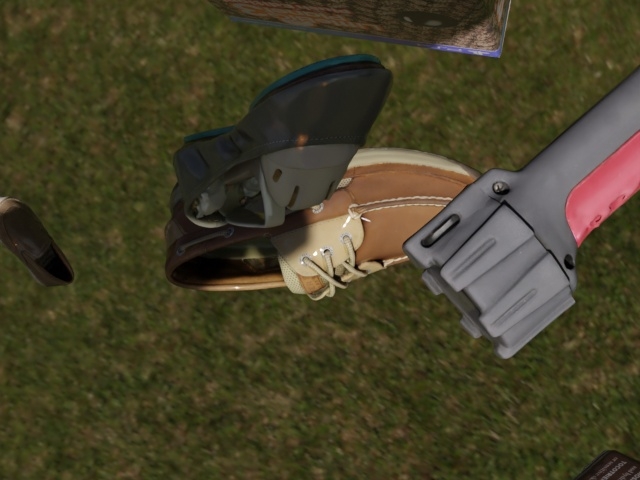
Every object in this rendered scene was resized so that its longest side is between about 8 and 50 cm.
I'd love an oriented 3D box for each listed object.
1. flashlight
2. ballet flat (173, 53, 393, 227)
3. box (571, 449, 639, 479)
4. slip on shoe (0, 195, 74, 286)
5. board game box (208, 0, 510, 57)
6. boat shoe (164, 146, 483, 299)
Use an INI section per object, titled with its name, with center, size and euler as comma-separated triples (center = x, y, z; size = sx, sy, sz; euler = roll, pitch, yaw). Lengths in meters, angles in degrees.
[flashlight]
center = 0.203, -0.050, 0.753
size = 0.304, 0.103, 0.103
euler = -42, 43, -7
[ballet flat]
center = -0.019, -0.044, 0.659
size = 0.213, 0.072, 0.068
euler = -15, 83, 61
[box]
center = 0.298, 0.327, 1.081
size = 0.203, 0.169, 0.167
euler = 21, 36, 40
[slip on shoe]
center = -0.316, 0.003, 1.317
size = 0.041, 0.135, 0.051
euler = 14, 53, 35
[board game box]
center = 0.015, -0.238, 0.838
size = 0.232, 0.291, 0.141
euler = 10, 90, 13
[boat shoe]
center = 0.000, 0.000, 1.107
size = 0.324, 0.122, 0.120
euler = -4, 53, 25
